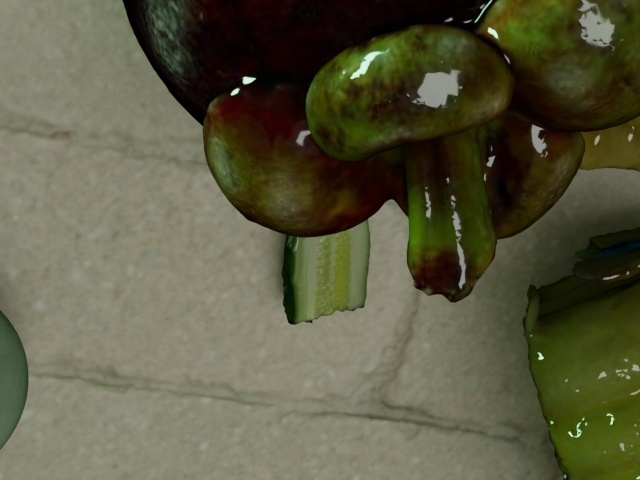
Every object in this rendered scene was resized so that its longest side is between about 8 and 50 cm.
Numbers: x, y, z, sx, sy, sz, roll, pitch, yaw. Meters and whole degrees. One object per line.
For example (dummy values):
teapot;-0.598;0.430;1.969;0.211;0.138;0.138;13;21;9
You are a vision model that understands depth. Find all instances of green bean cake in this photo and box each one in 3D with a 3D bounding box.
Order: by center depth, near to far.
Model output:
green bean cake;0.281;0.126;1.138;0.202;0.285;0.310;-18;98;17

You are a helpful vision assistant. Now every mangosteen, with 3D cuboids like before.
mangosteen;0.045;-0.138;0.856;0.307;0.347;0.307;-10;150;-6

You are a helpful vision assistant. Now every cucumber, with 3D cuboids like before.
cucumber;0.000;0.000;1.086;0.067;0.035;0.107;-13;119;-33

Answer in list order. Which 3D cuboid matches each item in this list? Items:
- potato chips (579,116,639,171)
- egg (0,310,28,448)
potato chips;0.176;-0.068;1.089;0.407;0.080;0.057;0;132;-20
egg;-0.263;0.089;0.989;0.164;0.131;0.131;-9;118;-7
